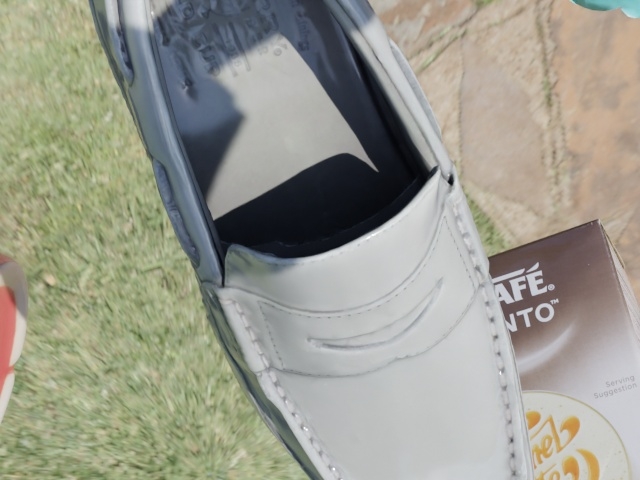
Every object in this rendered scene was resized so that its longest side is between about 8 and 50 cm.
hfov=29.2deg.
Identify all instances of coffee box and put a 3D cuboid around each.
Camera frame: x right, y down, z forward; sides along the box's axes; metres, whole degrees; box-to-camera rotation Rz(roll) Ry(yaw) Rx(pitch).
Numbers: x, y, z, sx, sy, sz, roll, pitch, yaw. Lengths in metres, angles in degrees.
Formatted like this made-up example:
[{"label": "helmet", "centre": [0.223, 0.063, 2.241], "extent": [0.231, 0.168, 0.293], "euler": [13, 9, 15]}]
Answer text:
[{"label": "coffee box", "centre": [0.112, 0.134, 0.603], "extent": [0.141, 0.098, 0.246], "euler": [-20, 58, 16]}]

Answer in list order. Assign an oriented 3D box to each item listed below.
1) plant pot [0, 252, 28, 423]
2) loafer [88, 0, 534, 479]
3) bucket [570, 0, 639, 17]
[{"label": "plant pot", "centre": [-0.355, 0.073, 0.863], "extent": [0.243, 0.275, 0.275], "euler": [15, 78, 3]}, {"label": "loafer", "centre": [0.000, 0.000, 0.443], "extent": [0.112, 0.111, 0.319], "euler": [-27, 107, 0]}, {"label": "bucket", "centre": [0.300, -0.350, 1.068], "extent": [0.281, 0.183, 0.281], "euler": [0, 81, 3]}]
